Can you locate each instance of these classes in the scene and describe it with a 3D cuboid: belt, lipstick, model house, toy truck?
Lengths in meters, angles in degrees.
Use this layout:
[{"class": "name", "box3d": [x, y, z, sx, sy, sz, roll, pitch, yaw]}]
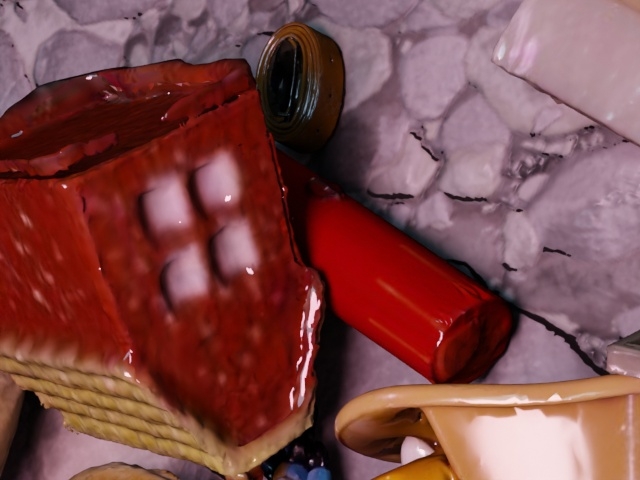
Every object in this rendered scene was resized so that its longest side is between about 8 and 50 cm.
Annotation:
[{"class": "belt", "box3d": [-0.017, -0.101, 1.266, 0.059, 0.036, 0.083, -5, 74, 34]}, {"class": "lipstick", "box3d": [0.001, 0.000, 1.209, 0.279, 0.073, 0.073, 34, 98, 36]}, {"class": "model house", "box3d": [-0.113, 0.031, 1.180, 0.196, 0.160, 0.254, 4, 114, 51]}, {"class": "toy truck", "box3d": [0.107, 0.188, 1.007, 0.288, 0.204, 0.212, -13, 70, 25]}]

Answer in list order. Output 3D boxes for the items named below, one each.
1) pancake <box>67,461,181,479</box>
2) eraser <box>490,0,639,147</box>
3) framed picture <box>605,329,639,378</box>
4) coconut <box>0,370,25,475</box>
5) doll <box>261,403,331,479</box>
[{"class": "pancake", "box3d": [-0.107, 0.273, 1.195, 0.282, 0.049, 0.282, -1, 88, 46]}, {"class": "eraser", "box3d": [0.242, -0.216, 1.093, 0.144, 0.078, 0.343, 34, 98, 36]}, {"class": "framed picture", "box3d": [0.306, 0.058, 0.911, 0.281, 0.209, 0.019, 13, 109, 37]}, {"class": "coconut", "box3d": [-0.416, 0.092, 1.280, 0.415, 0.415, 0.345, -17, 48, 30]}, {"class": "doll", "box3d": [-0.010, 0.193, 1.171, 0.096, 0.070, 0.195, -42, 48, 38]}]
